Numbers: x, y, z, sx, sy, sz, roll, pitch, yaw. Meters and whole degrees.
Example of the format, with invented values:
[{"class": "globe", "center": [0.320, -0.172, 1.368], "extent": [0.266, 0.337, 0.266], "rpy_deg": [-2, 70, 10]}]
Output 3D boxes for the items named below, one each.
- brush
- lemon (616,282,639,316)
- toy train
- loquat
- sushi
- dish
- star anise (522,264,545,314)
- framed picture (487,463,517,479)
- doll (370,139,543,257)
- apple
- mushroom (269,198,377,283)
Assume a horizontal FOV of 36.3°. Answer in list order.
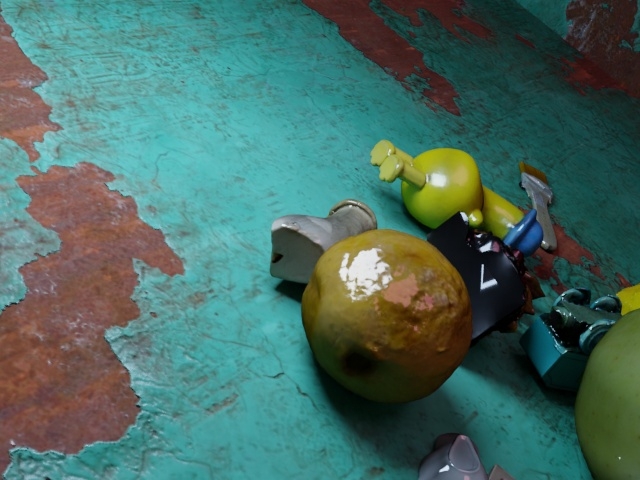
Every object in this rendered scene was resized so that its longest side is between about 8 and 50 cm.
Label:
[{"class": "brush", "center": [0.455, -0.072, 2.018], "extent": [0.085, 0.020, 0.337], "rpy_deg": [28, 30, -12]}, {"class": "lemon", "center": [0.620, 0.176, 1.621], "extent": [0.263, 0.236, 0.236], "rpy_deg": [7, 34, -3]}, {"class": "toy train", "center": [0.407, 0.159, 1.505], "extent": [0.197, 0.154, 0.107], "rpy_deg": [14, 32, -33]}, {"class": "loquat", "center": [0.086, 0.093, 1.237], "extent": [0.238, 0.193, 0.238], "rpy_deg": [20, 29, -12]}, {"class": "sushi", "center": [0.244, 0.065, 1.477], "extent": [0.150, 0.153, 0.172], "rpy_deg": [14, 44, -55]}, {"class": "dish", "center": [0.171, 0.271, 1.196], "extent": [0.091, 0.039, 0.137], "rpy_deg": [18, 29, 3]}, {"class": "star anise", "center": [0.306, 0.061, 1.640], "extent": [0.167, 0.057, 0.168], "rpy_deg": [26, 32, -17]}, {"class": "framed picture", "center": [0.293, 0.425, 1.135], "extent": [0.315, 0.024, 0.232], "rpy_deg": [38, 31, 7]}, {"class": "doll", "center": [0.248, -0.076, 1.701], "extent": [0.363, 0.145, 0.199], "rpy_deg": [25, 25, -29]}, {"class": "apple", "center": [0.519, 0.244, 1.311], "extent": [0.357, 0.357, 0.357], "rpy_deg": [25, 31, -16]}, {"class": "mushroom", "center": [0.005, 0.007, 1.380], "extent": [0.108, 0.096, 0.247], "rpy_deg": [43, 26, 15]}]
